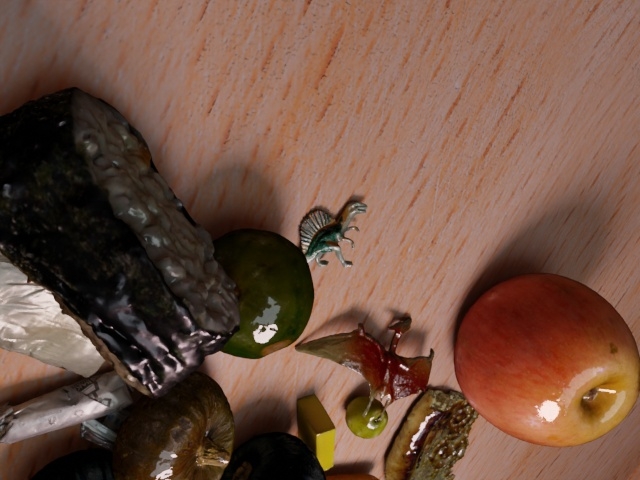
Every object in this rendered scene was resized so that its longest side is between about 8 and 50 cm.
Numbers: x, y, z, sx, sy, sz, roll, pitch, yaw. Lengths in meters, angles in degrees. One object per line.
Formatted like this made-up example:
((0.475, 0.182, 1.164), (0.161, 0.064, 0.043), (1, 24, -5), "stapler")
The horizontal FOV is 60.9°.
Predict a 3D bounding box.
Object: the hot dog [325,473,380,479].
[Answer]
((0.032, 0.578, 1.255), (0.249, 0.068, 0.100), (8, 124, -31), "hot dog")

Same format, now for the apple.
((0.478, 0.256, 1.153), (0.364, 0.364, 0.364), (-14, 124, -22), "apple")

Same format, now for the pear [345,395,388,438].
((0.098, 0.375, 1.152), (0.092, 0.092, 0.097), (-13, 152, -24), "pear")

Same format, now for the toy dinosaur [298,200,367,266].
((-0.002, -0.001, 0.909), (0.187, 0.044, 0.106), (-13, 111, -8), "toy dinosaur")

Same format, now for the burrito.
((-0.387, 0.249, 0.818), (0.203, 0.064, 0.064), (-14, 124, -22), "burrito")

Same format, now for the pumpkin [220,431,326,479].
((-0.099, 0.473, 1.012), (0.233, 0.233, 0.163), (-42, 118, -1), "pumpkin")

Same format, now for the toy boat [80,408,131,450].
((-0.333, 0.309, 0.892), (0.140, 0.059, 0.066), (48, 59, -42), "toy boat")

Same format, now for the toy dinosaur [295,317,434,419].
((0.106, 0.252, 1.098), (0.327, 0.113, 0.207), (-6, 95, -40), "toy dinosaur")

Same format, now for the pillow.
((-0.373, 0.109, 0.749), (0.148, 0.050, 0.229), (-47, 133, 10), "pillow")

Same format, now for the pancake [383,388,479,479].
((0.290, 0.549, 1.390), (0.305, 0.067, 0.427), (1, 115, -33), "pancake")

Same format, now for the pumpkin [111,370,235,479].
((-0.219, 0.330, 0.869), (0.219, 0.162, 0.219), (-35, 129, -58), "pumpkin")

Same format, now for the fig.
((-0.106, 0.089, 0.832), (0.195, 0.195, 0.245), (-31, 164, -10), "fig")

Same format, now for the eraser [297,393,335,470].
((-0.011, 0.390, 1.098), (0.045, 0.097, 0.122), (-13, 125, -24), "eraser")

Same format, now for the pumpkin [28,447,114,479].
((-0.392, 0.421, 0.870), (0.194, 0.150, 0.194), (-9, 104, -39), "pumpkin")

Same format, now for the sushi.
((-0.241, 0.004, 0.628), (0.171, 0.211, 0.350), (-31, 103, 8), "sushi")
